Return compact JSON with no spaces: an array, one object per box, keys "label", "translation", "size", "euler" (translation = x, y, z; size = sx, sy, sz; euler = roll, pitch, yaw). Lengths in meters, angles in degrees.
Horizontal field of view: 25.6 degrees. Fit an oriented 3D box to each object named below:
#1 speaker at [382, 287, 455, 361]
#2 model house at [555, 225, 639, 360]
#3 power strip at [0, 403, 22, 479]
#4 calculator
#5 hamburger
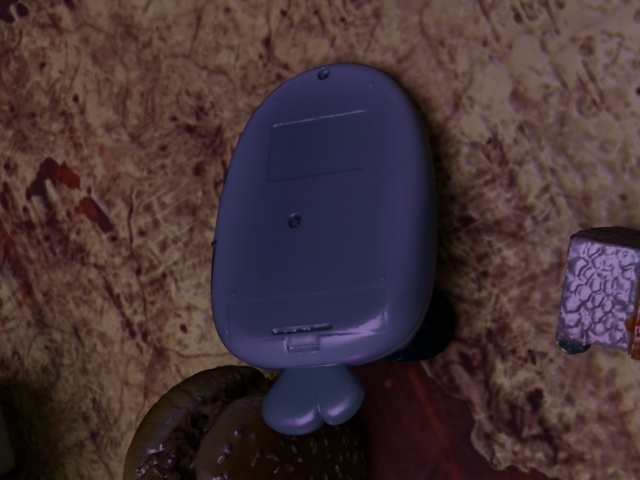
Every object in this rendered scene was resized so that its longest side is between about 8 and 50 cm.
[{"label":"speaker","translation":[0.072,0.047,1.089],"size":[0.060,0.075,0.094],"euler":[18,96,26]},{"label":"model house","translation":[0.230,0.039,0.982],"size":[0.100,0.101,0.087],"euler":[11,101,26]},{"label":"power strip","translation":[-0.441,0.241,1.268],"size":[0.358,0.357,0.161],"euler":[-15,89,31]},{"label":"calculator","translation":[0.000,0.000,1.077],"size":[0.186,0.041,0.298],"euler":[-6,67,26]},{"label":"hamburger","translation":[-0.060,0.203,1.106],"size":[0.122,0.215,0.189],"euler":[10,103,35]}]
